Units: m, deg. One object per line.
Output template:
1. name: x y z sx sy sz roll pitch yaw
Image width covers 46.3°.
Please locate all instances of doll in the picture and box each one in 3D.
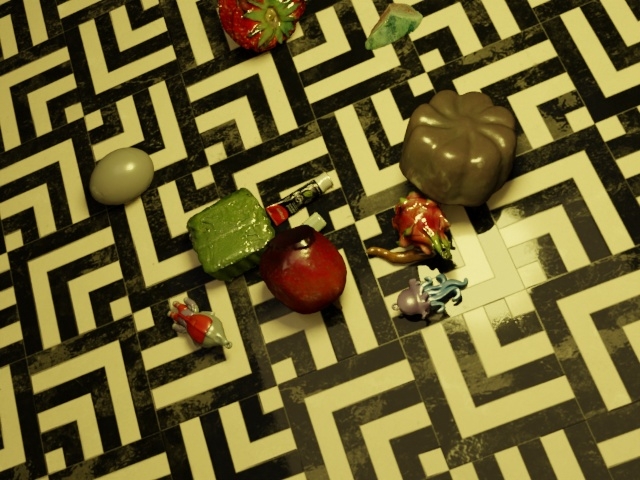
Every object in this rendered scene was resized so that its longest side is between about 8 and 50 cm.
1. doll: 0.273 0.136 1.858 0.205 0.067 0.110 -17 55 -3
2. doll: -0.315 0.227 1.968 0.227 0.075 0.102 24 94 30

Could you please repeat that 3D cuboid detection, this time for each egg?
1. egg: -0.565 -0.181 2.124 0.198 0.146 0.147 -31 68 10

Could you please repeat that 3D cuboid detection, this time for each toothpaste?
1. toothpaste: -0.054 -0.113 2.025 0.193 0.071 0.045 -33 41 -3

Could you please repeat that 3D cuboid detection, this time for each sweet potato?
1. sweet potato: 0.205 0.040 1.917 0.179 0.044 0.044 1 73 22

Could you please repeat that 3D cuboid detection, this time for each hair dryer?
1. hair dryer: 0.000 0.000 1.981 0.082 0.047 0.137 -39 73 -1

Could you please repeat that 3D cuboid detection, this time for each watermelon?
1. watermelon: 0.196 -0.614 2.128 0.180 0.081 0.094 -41 42 -7

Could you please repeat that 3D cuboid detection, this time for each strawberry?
1. strawberry: -0.184 -0.683 2.162 0.288 0.250 0.239 49 124 43

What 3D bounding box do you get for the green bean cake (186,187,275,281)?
1. green bean cake: -0.234 -0.015 2.006 0.214 0.113 0.200 -27 65 4

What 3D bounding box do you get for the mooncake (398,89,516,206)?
1. mooncake: 0.343 -0.237 1.858 0.305 0.154 0.306 3 49 -4

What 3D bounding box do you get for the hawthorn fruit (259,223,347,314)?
1. hawthorn fruit: -0.030 0.082 1.880 0.249 0.215 0.215 40 84 -13

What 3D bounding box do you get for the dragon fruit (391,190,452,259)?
1. dragon fruit: 0.254 -0.028 1.855 0.137 0.135 0.236 -9 45 -3
